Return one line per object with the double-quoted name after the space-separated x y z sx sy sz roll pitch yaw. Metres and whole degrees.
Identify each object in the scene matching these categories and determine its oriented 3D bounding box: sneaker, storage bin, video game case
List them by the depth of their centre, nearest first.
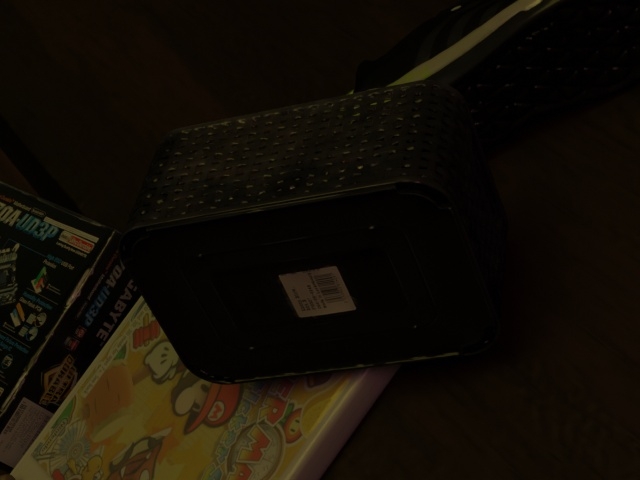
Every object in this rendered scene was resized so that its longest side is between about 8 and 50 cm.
0.000 0.000 0.697 0.180 0.122 0.084 -9 40 21 "storage bin"
0.102 -0.120 0.757 0.234 0.084 0.097 -27 46 24 "sneaker"
-0.079 0.110 0.791 0.227 0.026 0.206 -54 42 -4 "video game case"

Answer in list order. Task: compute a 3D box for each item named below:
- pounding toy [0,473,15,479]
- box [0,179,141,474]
-0.266 0.215 0.807 0.206 0.094 0.181 34 95 48 "pounding toy"
-0.234 0.051 0.946 0.220 0.051 0.175 19 75 46 "box"
